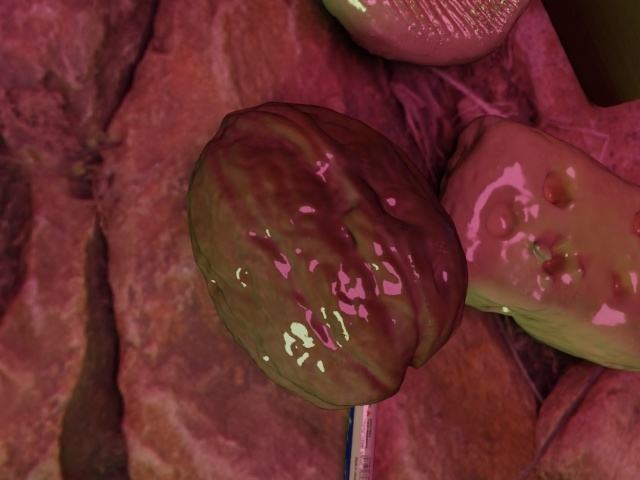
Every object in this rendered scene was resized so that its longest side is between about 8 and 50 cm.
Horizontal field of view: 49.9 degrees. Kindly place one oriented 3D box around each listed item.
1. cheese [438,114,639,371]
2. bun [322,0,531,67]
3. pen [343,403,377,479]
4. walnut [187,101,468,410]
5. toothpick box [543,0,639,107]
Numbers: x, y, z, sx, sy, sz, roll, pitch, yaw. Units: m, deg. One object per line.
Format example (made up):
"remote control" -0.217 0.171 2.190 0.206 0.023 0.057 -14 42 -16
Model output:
"cheese" 0.215 0.011 0.577 0.263 0.093 0.159 24 86 -14
"bun" 0.081 -0.225 0.534 0.183 0.102 0.183 -5 110 -14
"pen" 0.036 0.115 0.567 0.025 0.025 0.204 4 89 -15
"walnut" 0.000 -0.001 0.485 0.178 0.178 0.230 -35 81 -12
"toothpick box" 0.360 -0.253 0.572 0.308 0.190 0.187 -29 98 -7
